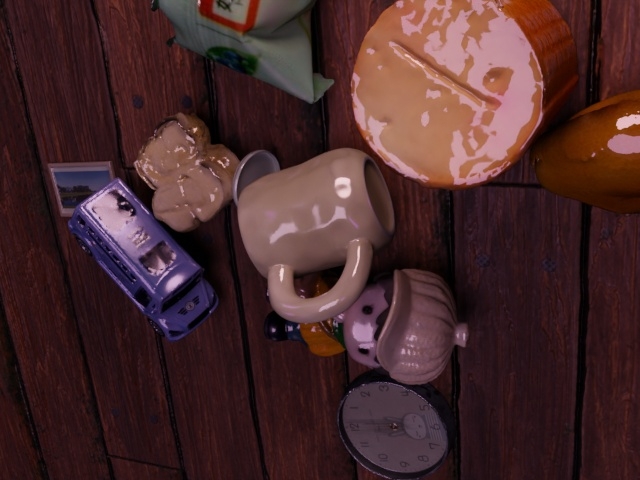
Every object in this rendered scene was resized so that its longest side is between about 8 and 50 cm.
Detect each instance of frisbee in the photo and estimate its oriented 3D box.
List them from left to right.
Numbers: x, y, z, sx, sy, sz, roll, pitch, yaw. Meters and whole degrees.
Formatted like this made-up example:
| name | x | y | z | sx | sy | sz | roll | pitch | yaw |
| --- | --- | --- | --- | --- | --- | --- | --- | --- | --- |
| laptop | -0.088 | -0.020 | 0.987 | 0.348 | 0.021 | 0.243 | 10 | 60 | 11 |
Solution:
| name | x | y | z | sx | sy | sz | roll | pitch | yaw |
| --- | --- | --- | --- | --- | --- | --- | --- | --- | --- |
| frisbee | -0.105 | -0.094 | 1.250 | 0.014 | 0.110 | 0.110 | 20 | 119 | 34 |

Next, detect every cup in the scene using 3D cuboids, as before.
| name | x | y | z | sx | sy | sz | roll | pitch | yaw |
| --- | --- | --- | --- | --- | --- | --- | --- | --- | --- |
| cup | -0.008 | -0.017 | 1.145 | 0.202 | 0.255 | 0.173 | -17 | 119 | 21 |

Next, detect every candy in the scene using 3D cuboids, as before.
| name | x | y | z | sx | sy | sz | roll | pitch | yaw |
| --- | --- | --- | --- | --- | --- | --- | --- | --- | --- |
| candy | -0.085 | -0.385 | 1.041 | 0.263 | 0.172 | 0.397 | 24 | 135 | 10 |

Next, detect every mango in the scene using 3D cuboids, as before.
| name | x | y | z | sx | sy | sz | roll | pitch | yaw |
| --- | --- | --- | --- | --- | --- | --- | --- | --- | --- |
| mango | 0.385 | -0.118 | 1.002 | 0.236 | 0.166 | 0.136 | -17 | 61 | 48 |

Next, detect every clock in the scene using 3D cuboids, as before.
| name | x | y | z | sx | sy | sz | roll | pitch | yaw |
| --- | --- | --- | --- | --- | --- | --- | --- | --- | --- |
| clock | 0.131 | 0.331 | 1.365 | 0.215 | 0.042 | 0.214 | 9 | 115 | 20 |

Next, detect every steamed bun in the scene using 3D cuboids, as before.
| name | x | y | z | sx | sy | sz | roll | pitch | yaw |
| --- | --- | --- | --- | --- | --- | --- | --- | --- | --- |
| steamed bun | -0.219 | -0.110 | 1.298 | 0.177 | 0.106 | 0.192 | 49 | 122 | 4 |

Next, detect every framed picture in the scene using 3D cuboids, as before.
| name | x | y | z | sx | sy | sz | roll | pitch | yaw |
| --- | --- | --- | --- | --- | --- | --- | --- | --- | --- |
| framed picture | -0.445 | -0.097 | 1.455 | 0.149 | 0.011 | 0.109 | 1 | 112 | 24 |

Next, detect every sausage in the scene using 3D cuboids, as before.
| name | x | y | z | sx | sy | sz | roll | pitch | yaw |
| --- | --- | --- | --- | --- | --- | --- | --- | --- | --- |
| sausage | 0.190 | -0.205 | 0.968 | 0.233 | 0.287 | 0.233 | 9 | 111 | 24 |

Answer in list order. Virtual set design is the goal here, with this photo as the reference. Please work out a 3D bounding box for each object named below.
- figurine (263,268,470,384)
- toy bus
| name | x | y | z | sx | sy | sz | roll | pitch | yaw |
| --- | --- | --- | --- | --- | --- | --- | --- | --- | --- |
| figurine | 0.075 | 0.122 | 1.249 | 0.332 | 0.205 | 0.185 | 9 | 101 | 49 |
| toy bus | -0.305 | 0.036 | 1.358 | 0.292 | 0.125 | 0.133 | 48 | 154 | -1 |
